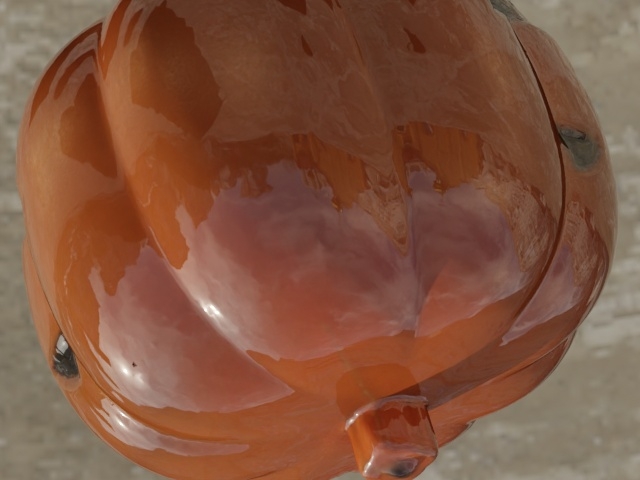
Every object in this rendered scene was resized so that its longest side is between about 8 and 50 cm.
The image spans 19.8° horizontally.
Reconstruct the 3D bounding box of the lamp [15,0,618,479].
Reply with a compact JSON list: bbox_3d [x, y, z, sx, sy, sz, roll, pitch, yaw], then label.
[{"bbox_3d":[0.000,0.000,0.570,0.188,0.164,0.187,-16,155,-8],"label":"lamp"}]
